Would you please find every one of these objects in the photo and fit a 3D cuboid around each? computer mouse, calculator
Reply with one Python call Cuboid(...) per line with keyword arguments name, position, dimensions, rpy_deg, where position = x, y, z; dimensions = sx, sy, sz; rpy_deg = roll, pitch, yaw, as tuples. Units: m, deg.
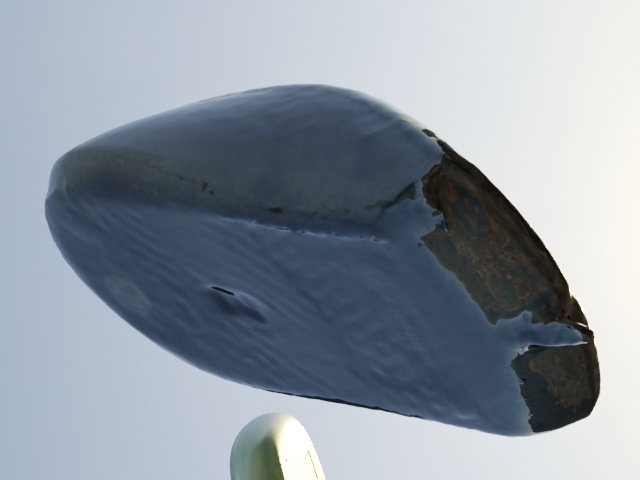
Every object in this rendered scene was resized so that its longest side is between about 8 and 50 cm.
Cuboid(name="computer mouse", position=(0.000, 0.000, 0.664), dimensions=(0.122, 0.371, 0.188), rpy_deg=(-53, -51, -24))
Cuboid(name="calculator", position=(-0.021, 0.229, 0.990), dimensions=(0.295, 0.042, 0.184), rpy_deg=(-19, -89, -83))
